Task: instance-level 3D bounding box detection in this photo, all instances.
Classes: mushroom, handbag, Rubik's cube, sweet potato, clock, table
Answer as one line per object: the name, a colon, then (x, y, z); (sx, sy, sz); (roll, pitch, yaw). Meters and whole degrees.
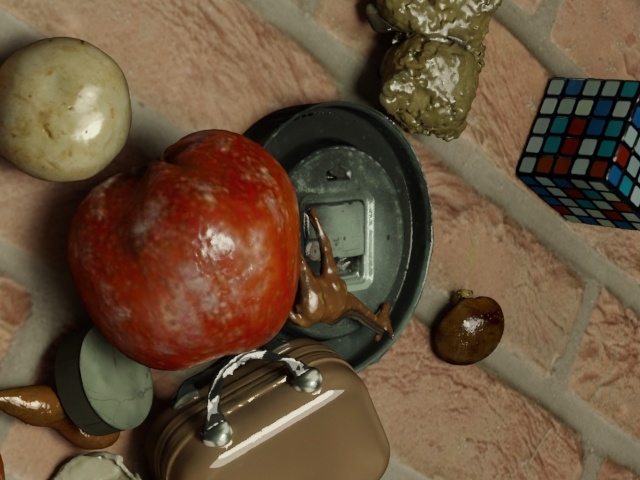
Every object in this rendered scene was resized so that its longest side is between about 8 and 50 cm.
mushroom: (-0.297, -0.148, 1.685); (0.166, 0.127, 0.166); (2, 85, -23)
handbag: (-0.076, 0.244, 1.876); (0.301, 0.149, 0.283); (-28, 128, -18)
Rubik's cube: (0.453, -0.137, 2.368); (0.184, 0.182, 0.187); (33, 73, -43)
sweet potato: (-0.309, 0.205, 1.769); (0.058, 0.055, 0.202); (-50, 134, 9)
clock: (0.000, 0.000, 2.024); (0.386, 0.076, 0.386); (-7, 100, -44)
table: (-0.259, 0.166, 1.781); (0.133, 0.043, 0.133); (37, 44, -47)
mushroom: (0.225, 0.137, 2.270); (0.127, 0.087, 0.127); (-24, 133, -28)

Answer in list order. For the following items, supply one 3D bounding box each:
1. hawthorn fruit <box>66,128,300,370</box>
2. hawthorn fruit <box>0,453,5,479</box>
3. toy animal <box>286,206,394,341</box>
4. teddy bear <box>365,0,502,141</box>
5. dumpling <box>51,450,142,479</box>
hawthorn fruit: (-0.157, 0.012, 1.749); (0.284, 0.284, 0.284); (-8, 101, -43)
hawthorn fruit: (-0.438, 0.256, 1.526); (0.231, 0.235, 0.263); (11, 87, -42)
toy animal: (0.015, 0.067, 1.955); (0.224, 0.066, 0.230); (-45, 116, -53)
teddy bear: (0.160, -0.268, 2.088); (0.267, 0.156, 0.256); (23, 82, -45)
dumpling: (-0.257, 0.381, 1.799); (0.172, 0.142, 0.247); (-27, 87, -15)
